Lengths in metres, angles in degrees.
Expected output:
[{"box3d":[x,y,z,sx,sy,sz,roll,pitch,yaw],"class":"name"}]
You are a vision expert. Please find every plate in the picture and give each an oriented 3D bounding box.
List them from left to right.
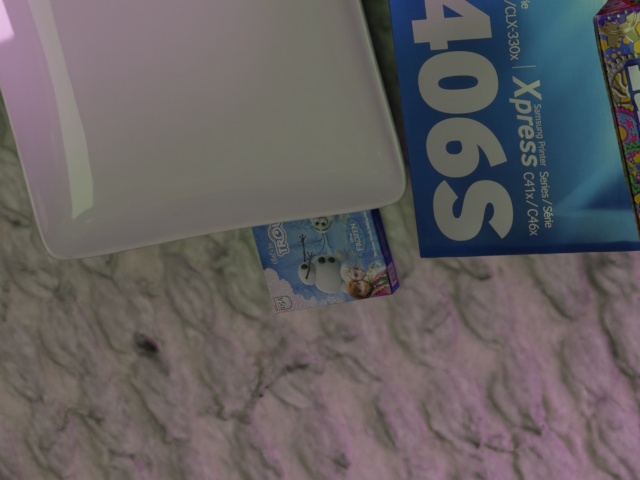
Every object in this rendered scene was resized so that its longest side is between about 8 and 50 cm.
[{"box3d":[-0.094,-0.140,1.285,0.278,0.045,0.277,-9,103,22],"class":"plate"}]

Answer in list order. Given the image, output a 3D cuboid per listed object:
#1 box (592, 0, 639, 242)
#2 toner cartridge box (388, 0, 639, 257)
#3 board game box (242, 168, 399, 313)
[{"box3d":[0.321,-0.092,1.031,0.279,0.290,0.177,-10,105,20],"class":"box"},{"box3d":[0.127,-0.165,1.189,0.165,0.075,0.348,-3,107,18],"class":"toner cartridge box"},{"box3d":[0.000,0.000,1.318,0.090,0.020,0.090,-11,104,22],"class":"board game box"}]
